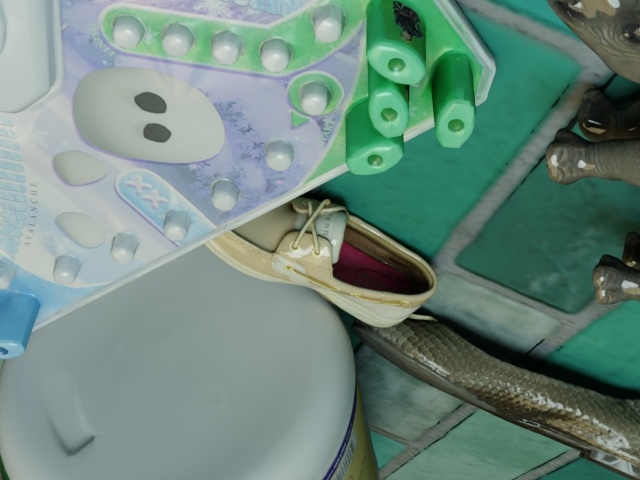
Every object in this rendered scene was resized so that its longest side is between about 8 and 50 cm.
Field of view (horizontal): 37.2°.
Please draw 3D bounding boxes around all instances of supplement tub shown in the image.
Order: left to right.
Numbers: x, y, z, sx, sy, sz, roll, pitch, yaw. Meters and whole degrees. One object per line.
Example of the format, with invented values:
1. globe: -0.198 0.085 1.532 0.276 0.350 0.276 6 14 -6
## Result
1. supplement tub: -0.079 0.169 0.739 0.241 0.241 0.331 13 149 16

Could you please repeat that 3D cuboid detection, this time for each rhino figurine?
1. rhino figurine: 0.158 -0.042 0.403 0.106 0.073 0.243 5 145 35

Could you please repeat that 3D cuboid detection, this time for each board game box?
1. board game box: -0.183 -0.101 0.422 0.390 0.050 0.390 -25 128 27

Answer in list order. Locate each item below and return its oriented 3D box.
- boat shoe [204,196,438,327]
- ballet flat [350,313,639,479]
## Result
1. boat shoe: 0.000 0.000 0.595 0.170 0.063 0.059 24 149 -23
2. ballet flat: 0.141 0.101 0.678 0.250 0.058 0.084 25 173 7
